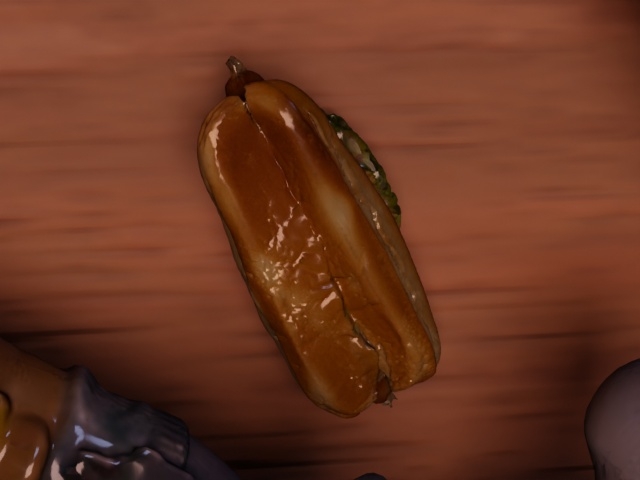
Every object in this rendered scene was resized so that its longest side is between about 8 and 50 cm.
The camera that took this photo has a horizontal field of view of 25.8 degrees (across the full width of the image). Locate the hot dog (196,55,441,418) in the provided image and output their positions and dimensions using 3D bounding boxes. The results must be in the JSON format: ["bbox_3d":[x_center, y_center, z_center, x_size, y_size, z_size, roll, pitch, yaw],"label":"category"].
[{"bbox_3d":[0.000,0.000,0.451,0.056,0.041,0.133,-24,114,2],"label":"hot dog"}]

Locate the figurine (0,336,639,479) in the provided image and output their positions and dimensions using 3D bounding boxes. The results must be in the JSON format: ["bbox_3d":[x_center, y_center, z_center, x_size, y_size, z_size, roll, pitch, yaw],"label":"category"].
[{"bbox_3d":[0.029,0.142,0.414,0.382,0.186,0.261,26,105,-11],"label":"figurine"}]
